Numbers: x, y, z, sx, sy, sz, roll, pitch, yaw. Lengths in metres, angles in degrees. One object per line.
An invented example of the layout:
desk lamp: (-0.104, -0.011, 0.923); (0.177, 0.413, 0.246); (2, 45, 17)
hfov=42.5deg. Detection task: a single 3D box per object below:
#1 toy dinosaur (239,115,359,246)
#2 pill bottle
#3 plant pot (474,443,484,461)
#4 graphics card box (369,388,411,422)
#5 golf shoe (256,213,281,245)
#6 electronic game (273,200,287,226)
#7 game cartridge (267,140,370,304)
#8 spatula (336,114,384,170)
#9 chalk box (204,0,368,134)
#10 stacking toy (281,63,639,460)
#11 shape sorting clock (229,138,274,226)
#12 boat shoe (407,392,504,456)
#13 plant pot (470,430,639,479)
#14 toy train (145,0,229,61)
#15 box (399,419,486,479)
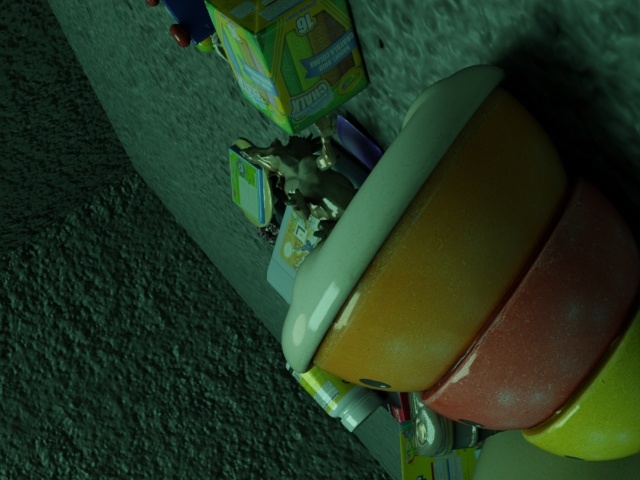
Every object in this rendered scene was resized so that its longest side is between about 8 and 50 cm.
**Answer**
toy dinosaur: (0.017, -0.063, 1.214); (0.295, 0.127, 0.200); (51, 179, 0)
pill bottle: (0.033, 0.316, 1.828); (0.208, 0.119, 0.119); (45, 165, 14)
plant pot: (0.363, 0.406, 1.311); (0.234, 0.165, 0.165); (58, 168, 13)
graphics card box: (0.094, 0.248, 1.899); (0.371, 0.094, 0.232); (42, 164, 29)
golf shoe: (-0.061, 0.002, 1.946); (0.186, 0.067, 0.086); (42, -149, -5)
electronic game: (0.000, 0.000, 1.608); (0.229, 0.048, 0.229); (39, -173, -6)
game cartridge: (0.010, 0.007, 1.374); (0.198, 0.062, 0.297); (46, 130, 40)
spatula: (0.111, -0.061, 1.205); (0.296, 0.030, 0.084); (58, 169, 18)
chalk box: (-0.034, -0.237, 1.073); (0.132, 0.132, 0.213); (42, 164, 40)
stacking toy: (0.235, 0.092, 0.778); (0.480, 0.350, 0.350); (34, 163, 8)
shape sorting clock: (-0.156, -0.131, 1.868); (0.206, 0.040, 0.206); (38, 139, 43)
boat shoe: (0.169, 0.142, 1.031); (0.355, 0.130, 0.132); (-87, -7, -64)
plant pot: (0.309, 0.251, 0.945); (0.284, 0.284, 0.190); (176, 95, -74)
toy train: (-0.197, -0.357, 1.408); (0.248, 0.105, 0.143); (53, 177, 2)
box: (0.280, 0.523, 1.561); (0.290, 0.177, 0.279); (-87, -25, -51)
